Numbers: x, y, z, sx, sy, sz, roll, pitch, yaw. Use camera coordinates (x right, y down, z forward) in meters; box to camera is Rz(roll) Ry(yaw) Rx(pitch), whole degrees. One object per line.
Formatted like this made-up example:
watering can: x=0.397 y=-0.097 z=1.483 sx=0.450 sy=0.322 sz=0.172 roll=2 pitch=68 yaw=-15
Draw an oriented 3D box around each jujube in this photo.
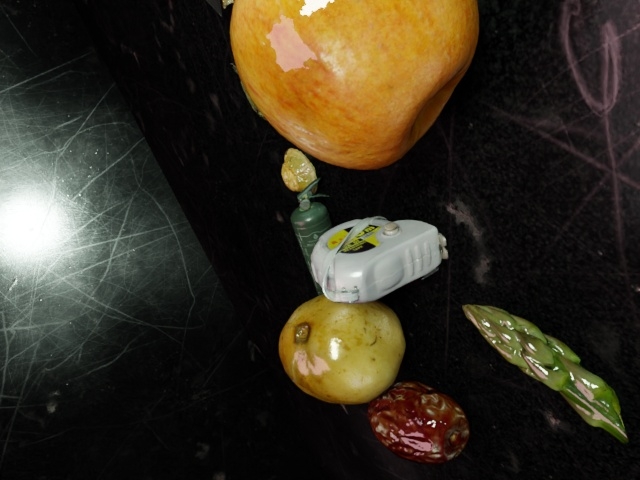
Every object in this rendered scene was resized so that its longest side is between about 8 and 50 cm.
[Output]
jujube: x=0.226 y=0.429 z=1.064 sx=0.243 sy=0.183 sz=0.183 roll=4 pitch=121 yaw=53

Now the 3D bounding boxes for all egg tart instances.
egg tart: x=-0.059 y=-0.165 z=1.104 sx=0.129 sy=0.049 sz=0.129 roll=41 pitch=148 yaw=33

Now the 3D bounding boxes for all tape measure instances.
tape measure: x=0.083 y=0.029 z=0.842 sx=0.197 sy=0.236 sz=0.120 roll=34 pitch=144 yaw=55

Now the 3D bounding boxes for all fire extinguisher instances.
fire extinguisher: x=0.000 y=0.000 z=1.120 sx=0.095 sy=0.114 sz=0.311 roll=-100 pitch=-10 yaw=-62

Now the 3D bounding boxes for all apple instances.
apple: x=0.047 y=-0.240 z=0.544 sx=0.275 sy=0.299 sz=0.299 roll=45 pitch=156 yaw=-3

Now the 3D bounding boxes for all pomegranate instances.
pomegranate: x=0.047 y=0.248 z=1.057 sx=0.307 sy=0.307 sz=0.307 roll=44 pitch=151 yaw=32

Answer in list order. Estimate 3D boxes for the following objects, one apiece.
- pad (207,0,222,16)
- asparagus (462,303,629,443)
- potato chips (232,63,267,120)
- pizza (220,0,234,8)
pad: x=-0.262 y=-0.578 z=0.957 sx=0.193 sy=0.004 sz=0.116 roll=52 pitch=159 yaw=27
asparagus: x=0.345 y=0.182 z=0.689 sx=0.287 sy=0.080 sz=0.080 roll=35 pitch=147 yaw=28
potato chips: x=-0.137 y=-0.368 z=1.052 sx=0.220 sy=0.029 sz=0.202 roll=17 pitch=135 yaw=54
pizza: x=-0.227 y=-0.592 z=0.943 sx=0.201 sy=0.053 sz=0.193 roll=23 pitch=138 yaw=61
